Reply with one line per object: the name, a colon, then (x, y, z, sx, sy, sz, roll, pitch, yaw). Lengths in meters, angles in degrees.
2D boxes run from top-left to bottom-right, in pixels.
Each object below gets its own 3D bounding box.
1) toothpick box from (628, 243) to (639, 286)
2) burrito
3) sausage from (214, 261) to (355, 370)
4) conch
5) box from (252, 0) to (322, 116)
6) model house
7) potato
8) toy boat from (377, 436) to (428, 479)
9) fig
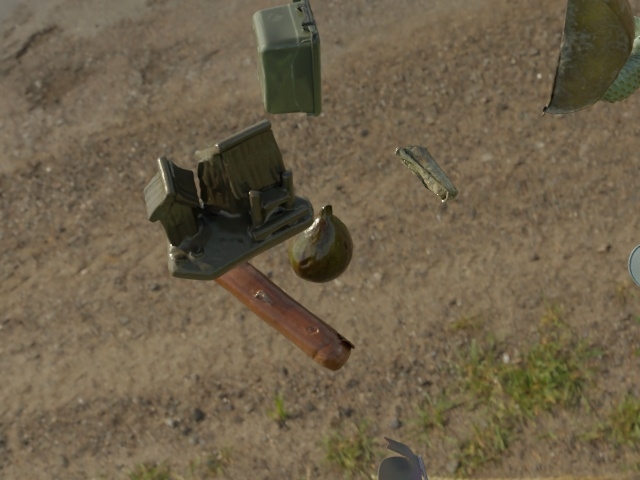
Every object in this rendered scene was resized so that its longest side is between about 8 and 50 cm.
toothpick box: (0.701, 0.047, 1.921, 0.153, 0.101, 0.101, -2, 17, -44)
burrito: (0.214, -0.137, 1.905, 0.055, 0.041, 0.149, -36, 79, -34)
sausage: (-0.104, 0.156, 2.252, 0.419, 0.094, 0.094, 38, 56, 9)
conch: (0.499, -0.303, 1.636, 0.153, 0.102, 0.135, -37, 60, -5)
box: (-0.053, -0.280, 1.492, 0.093, 0.172, 0.124, -9, 49, -6)
model house: (-0.128, -0.066, 1.311, 0.229, 0.188, 0.122, -26, 51, -16)
potato: (0.375, -0.278, 1.287, 0.100, 0.261, 0.120, 18, 61, 17)
toy boat: (0.131, 0.376, 1.359, 0.072, 0.219, 0.318, -50, 41, 18)
fig: (0.000, 0.000, 1.616, 0.109, 0.154, 0.103, -11, 42, -11)
